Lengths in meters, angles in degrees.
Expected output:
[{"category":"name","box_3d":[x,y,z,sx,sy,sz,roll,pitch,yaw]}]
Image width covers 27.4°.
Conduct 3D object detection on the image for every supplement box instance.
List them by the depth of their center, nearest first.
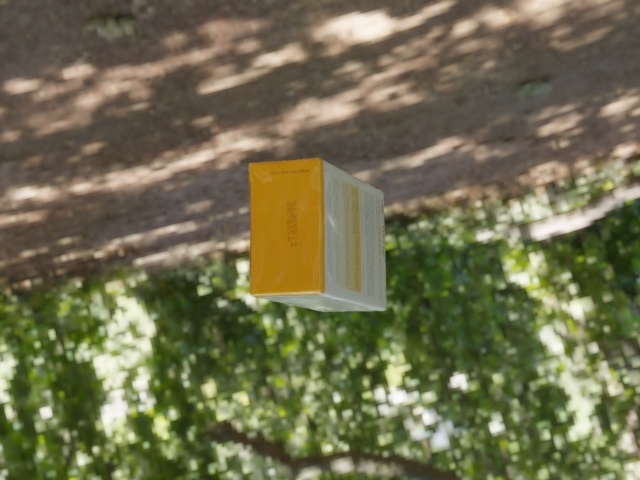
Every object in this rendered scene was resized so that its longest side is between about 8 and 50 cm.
[{"category":"supplement box","box_3d":[0.000,0.000,0.621,0.036,0.062,0.098,-4,171,20]}]
